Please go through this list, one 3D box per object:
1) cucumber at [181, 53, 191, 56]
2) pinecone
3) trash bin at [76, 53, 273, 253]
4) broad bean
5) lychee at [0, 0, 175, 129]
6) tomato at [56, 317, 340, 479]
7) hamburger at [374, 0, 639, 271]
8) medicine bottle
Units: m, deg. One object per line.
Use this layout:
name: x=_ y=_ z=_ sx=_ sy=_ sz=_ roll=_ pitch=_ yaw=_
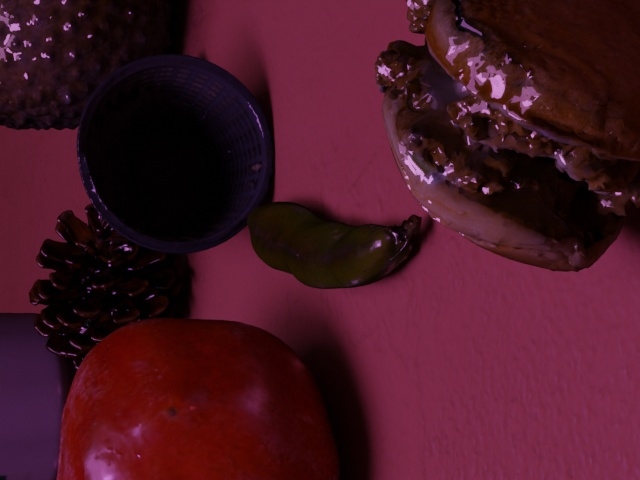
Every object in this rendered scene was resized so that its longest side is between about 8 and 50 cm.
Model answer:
cucumber: x=-0.154 y=-0.105 z=1.190 sx=0.053 sy=0.053 sz=0.181 roll=49 pitch=130 yaw=52
pinecone: x=-0.220 y=0.037 z=1.181 sx=0.163 sy=0.163 sz=0.165 roll=-117 pitch=23 yaw=-43
trash bin: x=-0.144 y=-0.067 z=1.067 sx=0.161 sy=0.175 sz=0.175 roll=157 pitch=112 yaw=-72
broad bean: x=0.000 y=0.004 z=0.889 sx=0.254 sy=0.046 sz=0.065 roll=9 pitch=90 yaw=61
lychee: x=-0.281 y=-0.239 z=1.220 sx=0.255 sy=0.255 sz=0.274 roll=-118 pitch=32 yaw=-44
tomato: x=-0.095 y=0.166 z=0.875 sx=0.188 sy=0.232 sz=0.232 roll=60 pitch=-165 yaw=-63
hamburger: x=0.100 y=-0.073 z=0.580 sx=0.185 sy=0.159 sz=0.131 roll=54 pitch=141 yaw=22
medicine bottle: x=-0.360 y=0.183 z=1.255 sx=0.208 sy=0.339 sz=0.208 roll=-7 pitch=83 yaw=62
